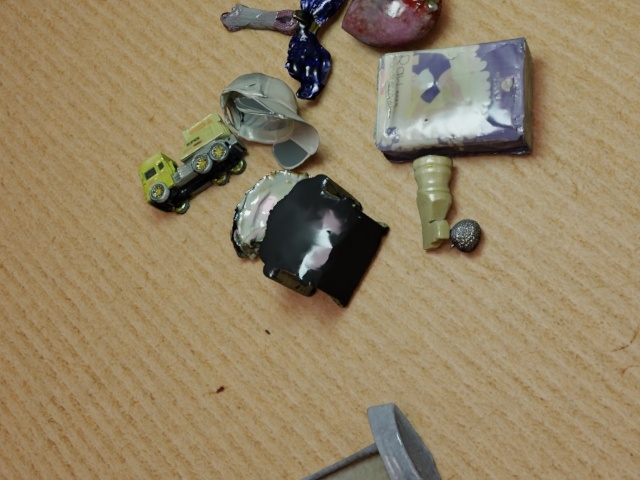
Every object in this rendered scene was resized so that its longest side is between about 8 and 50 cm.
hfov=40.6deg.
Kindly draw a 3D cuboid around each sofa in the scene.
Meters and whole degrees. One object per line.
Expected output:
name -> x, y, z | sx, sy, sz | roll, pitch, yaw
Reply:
sofa -> 0.000, 0.000, 1.945 | 0.182, 0.200, 0.258 | 27, 87, 37

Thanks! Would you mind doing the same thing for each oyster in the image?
oyster -> -0.103, -0.053, 2.054 | 0.260, 0.092, 0.198 | -42, 64, -4

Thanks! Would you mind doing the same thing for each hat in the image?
hat -> -0.109, -0.299, 2.050 | 0.275, 0.232, 0.161 | 31, 80, 41

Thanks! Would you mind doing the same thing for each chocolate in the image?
chocolate -> -0.023, -0.506, 2.119 | 0.126, 0.148, 0.343 | 4, 76, 41

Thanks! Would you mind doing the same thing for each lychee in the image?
lychee -> 0.315, -0.009, 1.882 | 0.067, 0.068, 0.083 | 40, 88, -17

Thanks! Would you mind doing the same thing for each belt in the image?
belt -> -0.148, -0.571, 2.233 | 0.232, 0.053, 0.071 | 10, 87, 24

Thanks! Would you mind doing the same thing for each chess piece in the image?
chess piece -> 0.253, -0.082, 1.918 | 0.090, 0.090, 0.200 | -5, 76, 21

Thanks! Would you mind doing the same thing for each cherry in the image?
cherry -> 0.163, -0.542, 2.028 | 0.250, 0.175, 0.192 | -18, 86, 19

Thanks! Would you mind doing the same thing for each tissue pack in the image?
tissue pack -> 0.296, -0.309, 1.938 | 0.344, 0.125, 0.242 | -2, 75, 24

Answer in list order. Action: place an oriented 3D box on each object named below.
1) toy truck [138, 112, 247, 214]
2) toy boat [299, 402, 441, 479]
toy truck -> -0.323, -0.197, 2.158 | 0.272, 0.124, 0.157 | -33, 66, 10
toy boat -> 0.126, 0.516, 1.799 | 0.276, 0.111, 0.293 | 47, 108, 26
